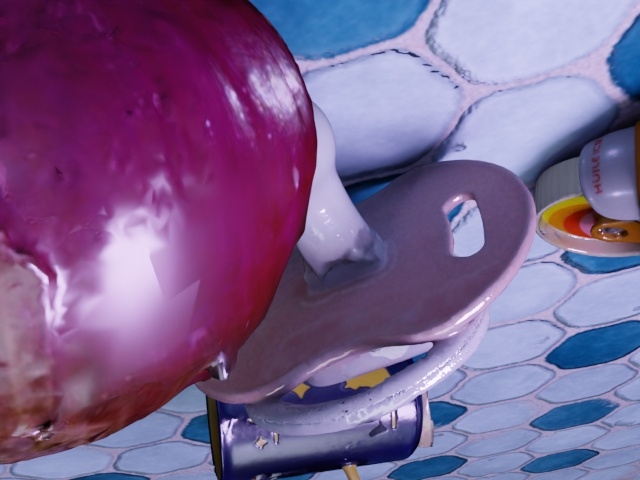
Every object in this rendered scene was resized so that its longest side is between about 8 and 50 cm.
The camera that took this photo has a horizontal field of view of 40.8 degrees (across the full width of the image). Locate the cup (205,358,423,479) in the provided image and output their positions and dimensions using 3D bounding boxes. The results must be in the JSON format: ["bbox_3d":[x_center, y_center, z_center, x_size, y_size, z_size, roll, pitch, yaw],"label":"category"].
[{"bbox_3d":[-0.009,0.253,1.092,0.256,0.255,0.178,-4,179,-12],"label":"cup"}]

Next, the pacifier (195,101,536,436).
[{"bbox_3d":[0.014,0.012,0.726,0.332,0.273,0.220,-22,175,17],"label":"pacifier"}]

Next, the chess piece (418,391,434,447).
[{"bbox_3d":[0.007,0.262,1.262,0.307,0.124,0.139,-7,-179,3],"label":"chess piece"}]

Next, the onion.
[{"bbox_3d":[-0.169,-0.085,0.454,0.347,0.348,0.386,-7,112,-5],"label":"onion"}]

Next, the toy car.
[{"bbox_3d":[0.309,-0.037,0.817,0.235,0.145,0.235,6,156,3],"label":"toy car"}]
